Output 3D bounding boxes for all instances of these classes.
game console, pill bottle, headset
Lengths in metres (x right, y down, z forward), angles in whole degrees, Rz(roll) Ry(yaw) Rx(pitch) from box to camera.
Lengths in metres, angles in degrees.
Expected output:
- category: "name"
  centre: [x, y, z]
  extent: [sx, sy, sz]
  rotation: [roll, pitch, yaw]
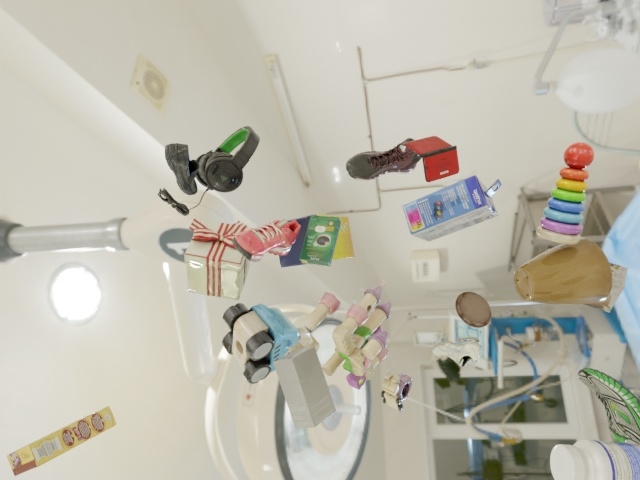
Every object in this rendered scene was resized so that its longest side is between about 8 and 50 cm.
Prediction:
- category: "game console"
  centre: [0.338, -0.249, 1.470]
  extent: [0.085, 0.144, 0.124]
  rotation: [10, 115, 56]
- category: "pill bottle"
  centre: [0.792, 0.635, 1.340]
  extent: [0.152, 0.272, 0.152]
  rotation: [-174, 90, -85]
- category: "headset"
  centre: [-0.381, -0.258, 1.700]
  extent: [0.185, 0.243, 0.394]
  rotation: [41, -100, -30]

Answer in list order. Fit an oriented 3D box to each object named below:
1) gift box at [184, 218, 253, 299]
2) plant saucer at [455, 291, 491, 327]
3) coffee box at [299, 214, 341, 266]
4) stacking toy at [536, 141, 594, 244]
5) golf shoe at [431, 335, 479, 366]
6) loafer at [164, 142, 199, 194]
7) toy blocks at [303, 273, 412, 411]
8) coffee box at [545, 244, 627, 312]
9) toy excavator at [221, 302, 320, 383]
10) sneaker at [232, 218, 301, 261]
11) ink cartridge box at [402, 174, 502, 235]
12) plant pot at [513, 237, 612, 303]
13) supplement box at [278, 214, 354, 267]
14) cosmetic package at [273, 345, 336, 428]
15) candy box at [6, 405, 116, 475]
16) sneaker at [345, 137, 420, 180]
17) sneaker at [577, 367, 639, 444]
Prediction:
- category: "gift box"
  centre: [-0.420, 0.053, 2.007]
  extent: [0.276, 0.255, 0.258]
  rotation: [-88, 7, -47]
- category: "plant saucer"
  centre: [0.661, 0.292, 2.085]
  extent: [0.029, 0.168, 0.168]
  rotation: [-25, -65, -41]
- category: "coffee box"
  centre: [0.000, 0.000, 1.744]
  extent: [0.040, 0.113, 0.184]
  rotation: [60, -141, -60]
- category: "stacking toy"
  centre: [0.831, -0.159, 1.613]
  extent: [0.141, 0.141, 0.330]
  rotation: [-60, -20, -72]
- category: "golf shoe"
  centre: [0.428, 0.361, 1.547]
  extent: [0.069, 0.176, 0.086]
  rotation: [15, -118, -32]
- category: "loafer"
  centre: [-0.407, -0.213, 1.484]
  extent: [0.223, 0.078, 0.076]
  rotation: [84, 176, -61]
- category: "toy blocks"
  centre: [0.163, 0.292, 1.495]
  extent: [0.260, 0.309, 0.288]
  rotation: [-43, -48, -32]
- category: "coffee box"
  centre: [1.046, 0.153, 1.970]
  extent: [0.119, 0.297, 0.168]
  rotation: [-54, -27, -36]
- category: "toy excavator"
  centre: [-0.167, 0.417, 2.041]
  extent: [0.222, 0.445, 0.432]
  rotation: [43, 138, 35]
- category: "sneaker"
  centre: [-0.175, -0.022, 1.625]
  extent: [0.116, 0.136, 0.314]
  rotation: [47, -157, 16]
- category: "ink cartridge box"
  centre: [0.588, -0.139, 2.080]
  extent: [0.270, 0.396, 0.151]
  rotation: [13, -120, -61]
- category: "plant pot"
  centre: [0.826, 0.129, 1.703]
  extent: [0.237, 0.254, 0.237]
  rotation: [169, 90, -80]
- category: "supplement box"
  centre: [-0.018, 0.000, 2.105]
  extent: [0.356, 0.194, 0.195]
  rotation: [-1, -98, -64]
- category: "cosmetic package"
  centre: [-0.052, 0.486, 1.616]
  extent: [0.127, 0.107, 0.237]
  rotation: [-13, -98, -50]
- category: "candy box"
  centre: [-0.565, 0.439, 1.071]
  extent: [0.187, 0.109, 0.053]
  rotation: [-18, -100, -58]
- category: "sneaker"
  centre: [0.231, -0.291, 1.644]
  extent: [0.106, 0.281, 0.162]
  rotation: [71, 156, 14]
- category: "sneaker"
  centre: [0.958, 0.553, 1.547]
  extent: [0.134, 0.146, 0.343]
  rotation: [33, -164, -50]
